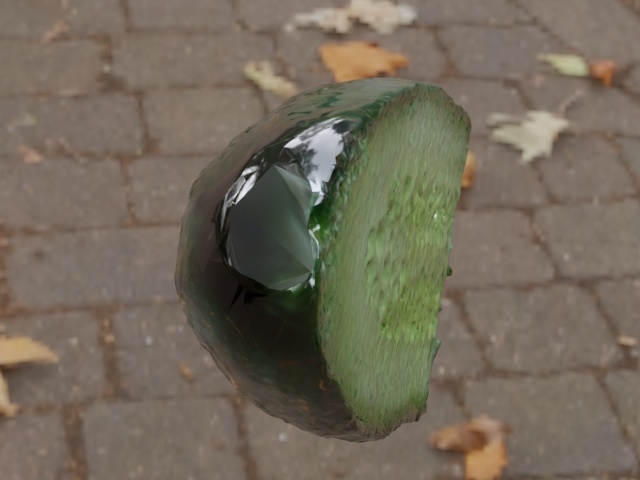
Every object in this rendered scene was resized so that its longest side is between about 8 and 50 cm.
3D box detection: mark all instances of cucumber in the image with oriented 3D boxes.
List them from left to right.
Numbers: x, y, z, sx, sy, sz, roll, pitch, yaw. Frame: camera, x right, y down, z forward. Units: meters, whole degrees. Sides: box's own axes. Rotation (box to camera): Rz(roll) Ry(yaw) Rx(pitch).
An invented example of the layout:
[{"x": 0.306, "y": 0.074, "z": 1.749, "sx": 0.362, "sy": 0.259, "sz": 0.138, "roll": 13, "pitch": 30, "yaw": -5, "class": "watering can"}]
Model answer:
[{"x": 0.000, "y": 0.000, "z": 0.511, "sx": 0.063, "sy": 0.115, "sz": 0.244, "roll": 7, "pitch": -2, "yaw": 9, "class": "cucumber"}]
